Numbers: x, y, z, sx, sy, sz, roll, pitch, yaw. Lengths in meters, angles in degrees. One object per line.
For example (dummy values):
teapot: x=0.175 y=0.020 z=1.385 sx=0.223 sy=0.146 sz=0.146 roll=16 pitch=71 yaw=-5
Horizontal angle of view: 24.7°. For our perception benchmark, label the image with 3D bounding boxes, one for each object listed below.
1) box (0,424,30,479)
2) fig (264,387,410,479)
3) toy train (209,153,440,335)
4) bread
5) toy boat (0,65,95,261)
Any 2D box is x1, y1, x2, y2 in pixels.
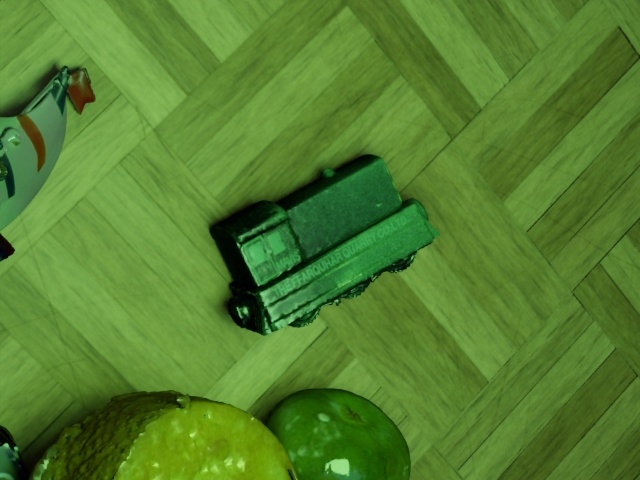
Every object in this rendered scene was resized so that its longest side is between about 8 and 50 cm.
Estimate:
box: x=-0.520 y=0.497 z=1.900 sx=0.420 sy=0.138 sz=0.373 roll=-28 pitch=107 yaw=-19
fig: x=0.005 y=0.350 z=2.108 sx=0.233 sy=0.314 sz=0.233 roll=8 pitch=52 yaw=-10
toy train: x=0.000 y=0.000 z=2.066 sx=0.330 sy=0.138 sz=0.178 roll=-30 pitch=104 yaw=-18
bread: x=-0.193 y=0.386 z=1.891 sx=0.398 sy=0.215 sz=0.398 roll=13 pitch=71 yaw=-42
toy boat: x=-0.409 y=-0.084 z=1.900 sx=0.318 sy=0.072 sz=0.219 roll=-36 pitch=133 yaw=-41
